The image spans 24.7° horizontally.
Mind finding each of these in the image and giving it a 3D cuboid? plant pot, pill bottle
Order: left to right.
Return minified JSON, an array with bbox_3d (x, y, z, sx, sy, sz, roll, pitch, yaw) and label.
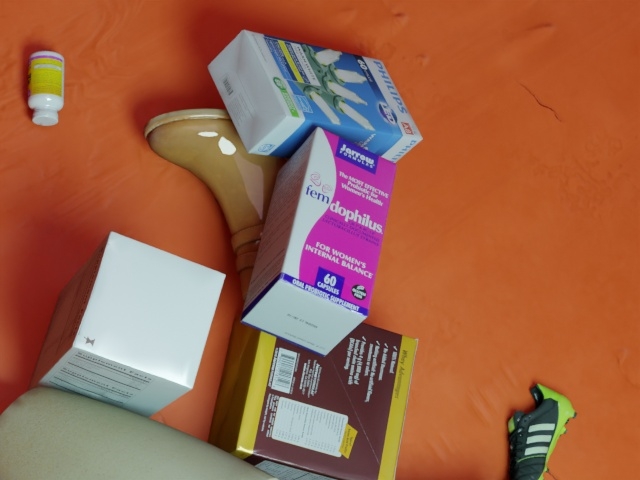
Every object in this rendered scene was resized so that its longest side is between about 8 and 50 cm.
[{"bbox_3d":[-0.329,-0.182,1.751,0.043,0.043,0.083,5,72,-21],"label":"pill bottle"},{"bbox_3d":[-0.227,0.282,1.547,0.274,0.256,0.256,33,62,15],"label":"plant pot"}]

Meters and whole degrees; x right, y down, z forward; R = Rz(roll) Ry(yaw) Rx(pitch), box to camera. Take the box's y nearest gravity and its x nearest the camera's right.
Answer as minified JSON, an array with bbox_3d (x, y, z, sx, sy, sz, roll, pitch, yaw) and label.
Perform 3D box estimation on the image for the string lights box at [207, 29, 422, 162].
[{"bbox_3d":[-0.003,-0.167,1.791,0.259,0.077,0.133,3,53,-49],"label":"string lights box"}]

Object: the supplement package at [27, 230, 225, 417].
[{"bbox_3d":[-0.216,0.105,1.596,0.133,0.244,0.139,21,67,-15],"label":"supplement package"}]

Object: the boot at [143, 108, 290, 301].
[{"bbox_3d":[-0.091,-0.026,1.768,0.283,0.109,0.220,20,60,-30],"label":"boot"}]

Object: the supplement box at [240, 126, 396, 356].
[{"bbox_3d":[0.000,0.000,1.662,0.111,0.114,0.220,23,53,-16],"label":"supplement box"}]

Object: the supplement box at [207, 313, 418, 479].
[{"bbox_3d":[-0.011,0.190,1.719,0.194,0.129,0.191,18,67,-17],"label":"supplement box"}]

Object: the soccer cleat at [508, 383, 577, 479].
[{"bbox_3d":[0.262,0.263,1.856,0.072,0.060,0.179,33,57,0],"label":"soccer cleat"}]
